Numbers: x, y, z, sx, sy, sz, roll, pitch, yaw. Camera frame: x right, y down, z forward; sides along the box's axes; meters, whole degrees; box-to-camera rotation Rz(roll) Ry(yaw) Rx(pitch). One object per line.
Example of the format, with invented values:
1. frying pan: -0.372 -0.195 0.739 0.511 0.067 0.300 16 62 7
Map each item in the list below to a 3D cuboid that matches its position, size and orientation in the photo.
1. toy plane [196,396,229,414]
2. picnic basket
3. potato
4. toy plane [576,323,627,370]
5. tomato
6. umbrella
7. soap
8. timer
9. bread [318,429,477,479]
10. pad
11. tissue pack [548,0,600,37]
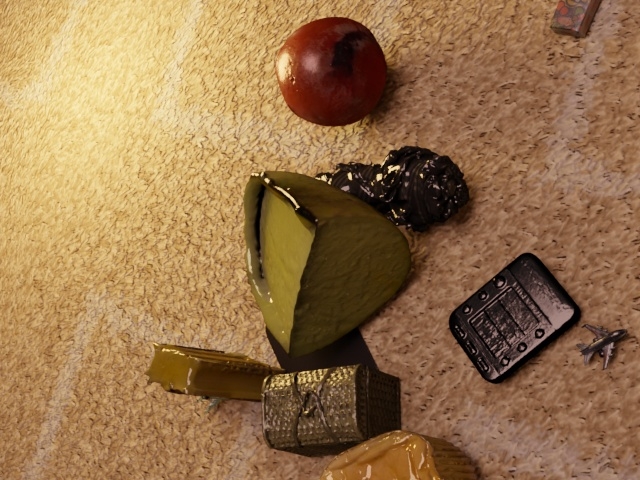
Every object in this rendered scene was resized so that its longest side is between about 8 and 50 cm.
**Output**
1. toy plane: -0.205 0.298 1.944 0.083 0.033 0.080 -3 57 36
2. picnic basket: 0.015 0.289 1.699 0.196 0.154 0.134 -11 69 32
3. potato: 0.000 0.000 1.797 0.280 0.213 0.330 55 145 42
4. toy plane: 0.430 0.155 1.521 0.083 0.031 0.078 -32 57 24
5. tomato: 0.025 -0.319 1.888 0.184 0.208 0.208 -24 59 47
6. umbrella: 0.104 -0.104 1.791 0.337 0.154 0.128 15 43 39
7. soap: -0.190 0.244 1.825 0.135 0.233 0.076 14 90 40
8. timer: 0.309 0.126 1.612 0.187 0.055 0.144 -41 55 13
9. bread: 0.124 0.406 1.589 0.250 0.133 0.178 -31 59 25
10. pad: -0.001 0.205 1.844 0.181 0.004 0.267 -40 54 19
11. tissue pack: 0.437 -0.393 1.720 0.063 0.035 0.083 23 90 40
